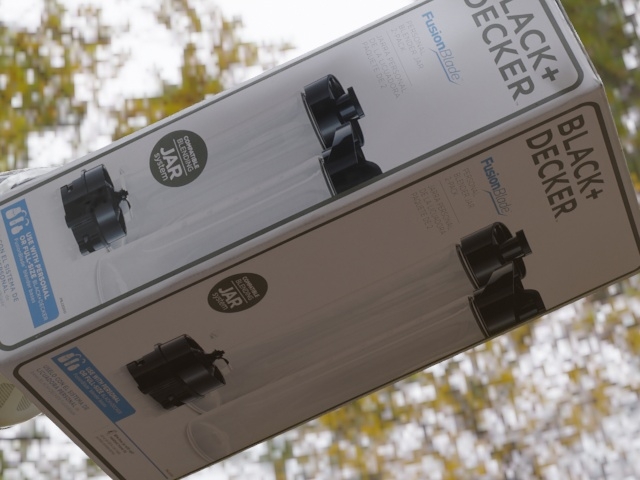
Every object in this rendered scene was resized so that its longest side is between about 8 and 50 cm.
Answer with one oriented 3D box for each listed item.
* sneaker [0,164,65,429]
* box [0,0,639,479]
[{"bbox_3d":[-0.225,0.059,1.513,0.257,0.169,0.447,-5,-18,10],"label":"sneaker"},{"bbox_3d":[0.000,0.000,0.859,0.290,0.087,0.169,-24,-34,3],"label":"box"}]
